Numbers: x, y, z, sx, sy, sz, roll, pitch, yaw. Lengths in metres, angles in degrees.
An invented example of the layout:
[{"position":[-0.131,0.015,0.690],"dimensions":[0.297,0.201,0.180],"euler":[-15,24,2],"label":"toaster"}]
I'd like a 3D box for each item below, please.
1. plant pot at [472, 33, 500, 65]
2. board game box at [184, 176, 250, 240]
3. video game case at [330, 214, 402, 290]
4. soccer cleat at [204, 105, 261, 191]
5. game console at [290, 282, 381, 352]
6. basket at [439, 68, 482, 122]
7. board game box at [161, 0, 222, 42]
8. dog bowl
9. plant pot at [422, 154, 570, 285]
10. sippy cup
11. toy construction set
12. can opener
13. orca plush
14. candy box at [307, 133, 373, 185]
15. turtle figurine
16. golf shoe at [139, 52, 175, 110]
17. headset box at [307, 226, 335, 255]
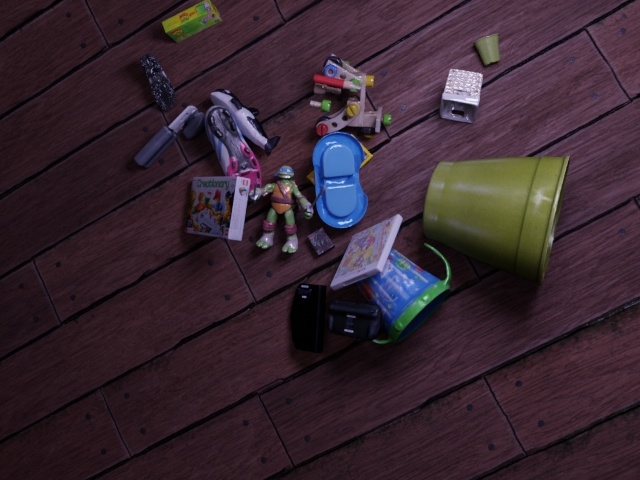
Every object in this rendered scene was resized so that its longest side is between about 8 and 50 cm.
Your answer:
[{"position":[0.527,-0.592,1.812],"dimensions":[0.083,0.083,0.079],"euler":[-16,97,10],"label":"plant pot"},{"position":[-0.337,-0.107,1.870],"dimensions":[0.305,0.053,0.193],"euler":[6,88,51],"label":"board game box"},{"position":[0.138,0.036,1.750],"dimensions":[0.026,0.227,0.206],"euler":[44,138,-19],"label":"video game case"},{"position":[-0.291,-0.292,1.942],"dimensions":[0.116,0.143,0.331],"euler":[-25,105,-15],"label":"soccer cleat"},{"position":[0.038,0.249,1.785],"dimensions":[0.361,0.044,0.213],"euler":[2,88,45],"label":"game console"},{"position":[0.432,-0.441,1.773],"dimensions":[0.113,0.167,0.103],"euler":[13,85,11],"label":"basket"},{"position":[-0.440,-0.752,1.991],"dimensions":[0.181,0.092,0.043],"euler":[-23,82,9],"label":"board game box"},{"position":[0.055,-0.192,1.836],"dimensions":[0.165,0.074,0.298],"euler":[-7,102,-11],"label":"dog bowl"},{"position":[0.495,-0.088,1.676],"dimensions":[0.352,0.366,0.367],"euler":[13,90,24],"label":"plant pot"},{"position":[0.234,0.151,1.763],"dimensions":[0.305,0.240,0.224],"euler":[-35,69,-23],"label":"sippy cup"},{"position":[0.108,-0.434,1.779],"dimensions":[0.237,0.309,0.258],"euler":[13,98,6],"label":"toy construction set"},{"position":[-0.512,-0.345,1.994],"dimensions":[0.283,0.076,0.095],"euler":[-45,80,7],"label":"can opener"},{"position":[-0.233,-0.416,1.931],"dimensions":[0.287,0.151,0.102],"euler":[36,60,21],"label":"orca plush"},{"position":[0.063,-0.241,1.903],"dimensions":[0.206,0.027,0.105],"euler":[-43,78,6],"label":"candy box"},{"position":[-0.132,-0.090,1.828],"dimensions":[0.197,0.274,0.267],"euler":[-2,112,-22],"label":"turtle figurine"},{"position":[-0.562,-0.551,2.022],"dimensions":[0.077,0.094,0.198],"euler":[-21,107,-10],"label":"golf shoe"},{"position":[0.000,0.000,1.900],"dimensions":[0.062,0.032,0.083],"euler":[-30,84,8],"label":"headset box"}]
